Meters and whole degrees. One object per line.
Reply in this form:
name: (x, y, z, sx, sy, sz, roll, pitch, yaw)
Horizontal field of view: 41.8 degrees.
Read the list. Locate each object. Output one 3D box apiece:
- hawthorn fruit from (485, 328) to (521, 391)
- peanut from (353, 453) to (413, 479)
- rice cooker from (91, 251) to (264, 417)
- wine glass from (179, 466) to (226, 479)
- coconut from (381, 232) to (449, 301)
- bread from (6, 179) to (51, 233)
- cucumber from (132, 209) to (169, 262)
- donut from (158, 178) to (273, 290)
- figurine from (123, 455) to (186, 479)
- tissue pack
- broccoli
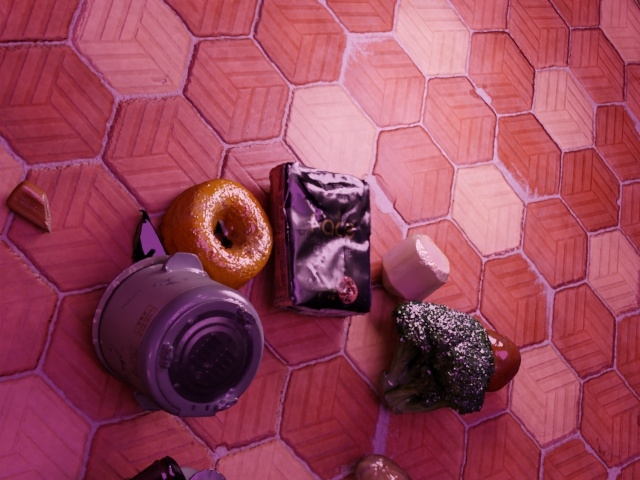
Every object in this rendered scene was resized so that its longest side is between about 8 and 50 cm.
hawthorn fruit: (0.416, 0.307, 2.026, 0.149, 0.149, 0.189, 7, 75, -31)
peanut: (0.170, 0.594, 1.799, 0.130, 0.130, 0.290, -29, 96, -35)
rice cooker: (-0.264, 0.175, 1.543, 0.264, 0.317, 0.316, 5, 74, -39)
wine glass: (-0.245, 0.459, 1.525, 0.093, 0.202, 0.092, 7, 76, -30)
coconut: (0.212, 0.071, 1.958, 0.147, 0.153, 0.147, 39, 26, -23)
bread: (-0.534, -0.066, 1.576, 0.103, 0.049, 0.062, 36, 88, -21)
cucumber: (-0.330, 0.044, 1.684, 0.070, 0.046, 0.220, -31, 94, -27)
donut: (-0.209, -0.013, 1.739, 0.254, 0.118, 0.253, 26, 50, -35)
figurine: (-0.381, 0.505, 1.393, 0.365, 0.206, 0.218, -27, 73, -16)
tissue pack: (0.000, 0.000, 1.846, 0.245, 0.123, 0.332, 11, 71, -42)
broccoli: (0.252, 0.266, 1.878, 0.275, 0.308, 0.307, -32, 96, 3)
